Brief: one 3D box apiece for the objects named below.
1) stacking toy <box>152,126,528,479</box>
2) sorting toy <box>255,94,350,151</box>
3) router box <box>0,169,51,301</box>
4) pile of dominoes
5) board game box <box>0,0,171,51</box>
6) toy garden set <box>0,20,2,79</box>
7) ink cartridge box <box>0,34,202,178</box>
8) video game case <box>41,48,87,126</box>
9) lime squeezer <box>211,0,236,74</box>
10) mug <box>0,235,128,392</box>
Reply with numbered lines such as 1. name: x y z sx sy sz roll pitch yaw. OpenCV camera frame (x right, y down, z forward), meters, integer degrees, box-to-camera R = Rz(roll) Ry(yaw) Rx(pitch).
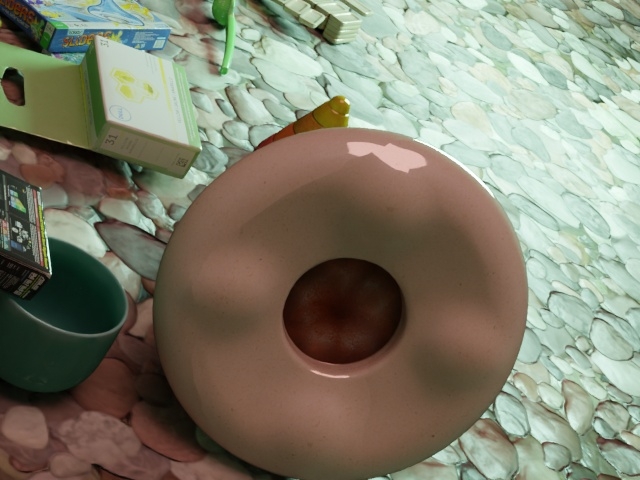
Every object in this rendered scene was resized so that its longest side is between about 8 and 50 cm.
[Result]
1. stacking toy: 0.000 0.000 1.542 0.350 0.350 0.480 25 15 -15
2. sorting toy: 0.076 -0.047 1.798 0.365 0.126 0.127 47 32 23
3. router box: -0.283 -0.014 1.268 0.092 0.038 0.122 27 29 -33
4. pile of dominoes: -0.053 -0.385 2.278 0.251 0.040 0.196 37 29 23
5. board game box: -0.302 -0.285 1.844 0.136 0.035 0.201 39 28 26
6. toy garden set: -0.357 -0.289 1.606 0.049 0.244 0.204 5 22 -17
7. ink cartridge box: -0.260 -0.168 1.681 0.235 0.056 0.171 18 35 -28
8. video game case: -0.247 -0.171 1.768 0.143 0.019 0.157 5 41 -40
9. lime squeezer: -0.159 -0.345 2.073 0.110 0.059 0.310 2 43 -44
10. mug: -0.262 0.065 1.326 0.157 0.097 0.129 35 30 3
